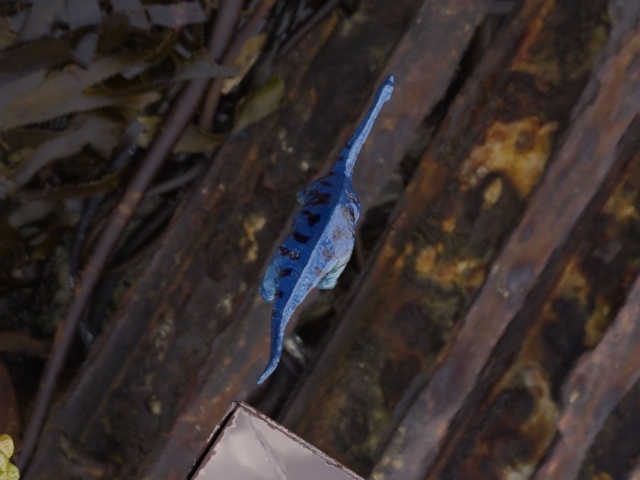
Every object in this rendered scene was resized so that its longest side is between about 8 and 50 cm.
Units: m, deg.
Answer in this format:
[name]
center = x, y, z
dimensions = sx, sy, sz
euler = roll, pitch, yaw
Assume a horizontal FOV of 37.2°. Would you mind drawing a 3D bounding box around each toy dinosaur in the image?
[toy dinosaur]
center = -0.001, -0.002, 0.941
dimensions = 0.329, 0.076, 0.144
euler = -65, -177, -17

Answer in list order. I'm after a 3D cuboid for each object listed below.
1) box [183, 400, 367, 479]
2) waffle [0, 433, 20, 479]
[box]
center = -0.053, 0.299, 0.930
dimensions = 0.215, 0.215, 0.086
euler = -56, 175, -17
[waffle]
center = -0.366, 0.280, 0.733
dimensions = 0.259, 0.293, 0.069
euler = -7, 139, 9
